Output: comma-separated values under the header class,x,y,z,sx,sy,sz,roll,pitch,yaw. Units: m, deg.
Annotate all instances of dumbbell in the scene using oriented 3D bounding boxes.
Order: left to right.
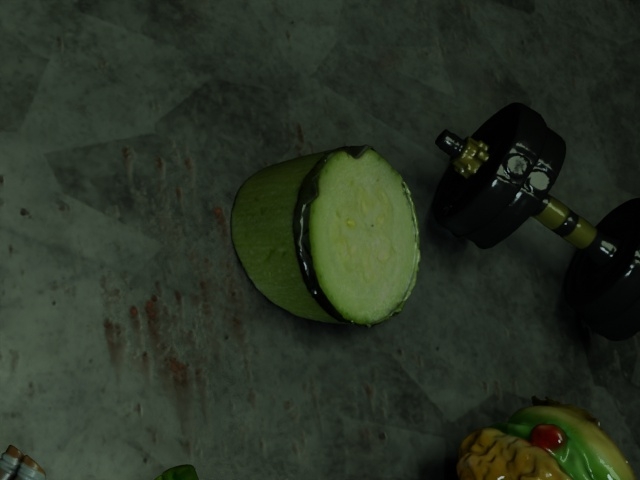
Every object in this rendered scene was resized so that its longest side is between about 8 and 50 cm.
class,x,y,z,sx,sy,sz,roll,pitch,yaw
dumbbell,0.303,-0.022,1.837,0.388,0.185,0.185,33,57,-14

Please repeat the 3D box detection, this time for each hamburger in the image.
class,x,y,z,sx,sy,sz,roll,pitch,yaw
hamburger,0.240,0.296,1.642,0.149,0.237,0.237,-21,81,-31

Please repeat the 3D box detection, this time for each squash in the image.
class,x,y,z,sx,sy,sz,roll,pitch,yaw
squash,0.014,0.004,1.727,0.220,0.133,0.220,14,69,-41

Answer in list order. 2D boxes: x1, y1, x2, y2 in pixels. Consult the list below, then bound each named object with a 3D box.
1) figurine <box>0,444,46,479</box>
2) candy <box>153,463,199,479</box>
class,x,y,z,sx,sy,sz,roll,pitch,yaw
figurine,-0.343,0.272,1.372,0.197,0.147,0.093,-56,136,-13
candy,-0.228,0.307,1.456,0.246,0.069,0.149,-3,69,-21
